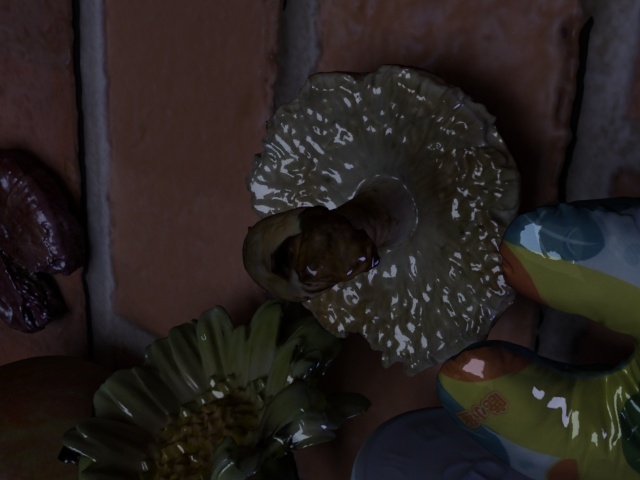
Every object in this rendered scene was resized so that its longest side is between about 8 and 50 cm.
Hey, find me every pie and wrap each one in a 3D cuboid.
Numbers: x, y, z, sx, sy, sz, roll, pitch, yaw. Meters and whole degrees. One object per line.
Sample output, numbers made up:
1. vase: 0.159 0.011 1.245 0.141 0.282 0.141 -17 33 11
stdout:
1. pie: -0.347 -0.003 1.151 0.204 0.054 0.219 56 135 6

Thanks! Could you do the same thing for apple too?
1. apple: -0.298 0.250 1.070 0.257 0.234 0.256 176 90 -71

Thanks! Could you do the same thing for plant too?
1. plant: -0.088 0.190 0.887 0.306 0.297 0.261 -48 57 -2

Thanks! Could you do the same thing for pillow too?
1. pillow: 0.192 0.076 0.659 0.214 0.086 0.233 17 128 -6

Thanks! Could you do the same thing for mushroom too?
1. mushroom: 0.007 -0.031 0.693 0.233 0.302 0.208 -3 72 31

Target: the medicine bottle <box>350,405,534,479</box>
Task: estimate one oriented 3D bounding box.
1. medicine bottle: 0.093 0.317 0.816 0.190 0.190 0.332 26 122 30
